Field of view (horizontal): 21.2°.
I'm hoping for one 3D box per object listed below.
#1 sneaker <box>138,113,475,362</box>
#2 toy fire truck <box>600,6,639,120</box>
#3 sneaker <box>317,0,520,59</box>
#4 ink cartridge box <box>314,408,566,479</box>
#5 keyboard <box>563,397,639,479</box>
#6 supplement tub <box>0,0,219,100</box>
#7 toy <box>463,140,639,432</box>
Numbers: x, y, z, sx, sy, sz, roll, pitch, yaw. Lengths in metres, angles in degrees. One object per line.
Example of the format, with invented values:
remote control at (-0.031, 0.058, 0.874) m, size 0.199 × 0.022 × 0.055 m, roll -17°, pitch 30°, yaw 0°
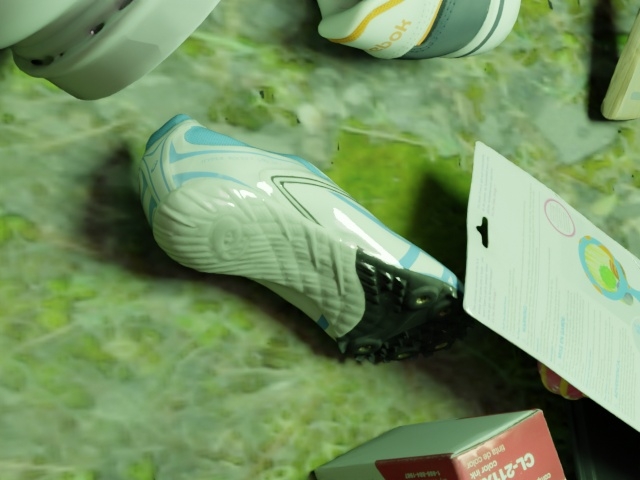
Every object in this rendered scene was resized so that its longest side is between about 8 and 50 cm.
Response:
sneaker at (0.000, 0.000, 0.953) m, size 0.237 × 0.085 × 0.086 m, roll 29°, pitch 38°, yaw -37°
toy fire truck at (0.176, -0.213, 1.110) m, size 0.217 × 0.158 × 0.246 m, roll -12°, pitch 77°, yaw -39°
sneaker at (0.029, -0.264, 1.002) m, size 0.127 × 0.126 × 0.321 m, roll -10°, pitch 86°, yaw -42°
ink cartridge box at (0.086, 0.190, 0.943) m, size 0.072 × 0.127 × 0.175 m, roll -22°, pitch 94°, yaw -38°
keyboard at (0.245, 0.200, 1.087) m, size 0.201 × 0.033 × 0.317 m, roll 9°, pitch 63°, yaw -29°
supplement tub at (-0.184, -0.230, 0.757) m, size 0.325 × 0.235 × 0.235 m, roll 33°, pitch 61°, yaw -28°
toy at (0.163, 0.058, 1.049) m, size 0.237 × 0.056 × 0.137 m, roll 32°, pitch 42°, yaw -23°
